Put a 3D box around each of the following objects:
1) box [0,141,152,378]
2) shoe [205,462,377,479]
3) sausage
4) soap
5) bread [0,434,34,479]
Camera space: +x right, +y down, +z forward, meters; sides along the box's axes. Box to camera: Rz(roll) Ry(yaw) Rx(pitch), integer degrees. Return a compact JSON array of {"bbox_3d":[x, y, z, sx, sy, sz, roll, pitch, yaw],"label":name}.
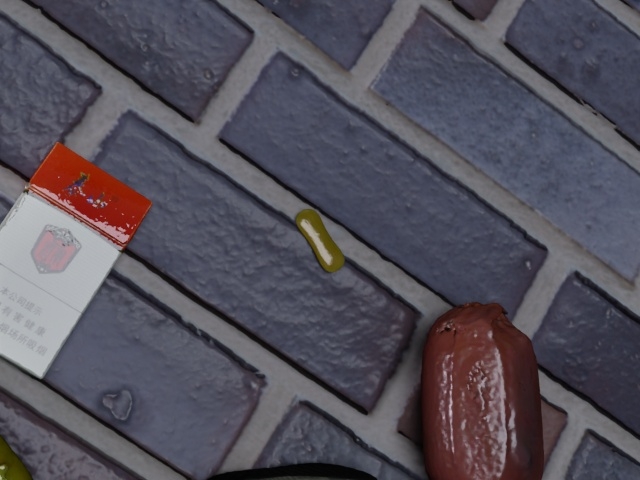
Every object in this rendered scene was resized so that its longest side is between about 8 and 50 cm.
[{"bbox_3d":[-0.315,0.022,1.153,0.139,0.035,0.245,34,74,-10],"label":"box"},{"bbox_3d":[-0.038,0.325,1.167,0.227,0.099,0.112,1,88,-14],"label":"shoe"},{"bbox_3d":[0.198,0.214,1.227,0.152,0.152,0.280,0,83,-18],"label":"sausage"},{"bbox_3d":[0.000,0.000,1.267,0.034,0.012,0.089,-33,92,-20],"label":"soap"},{"bbox_3d":[-0.460,0.182,1.040,0.166,0.112,0.384,-39,95,-17],"label":"bread"}]
